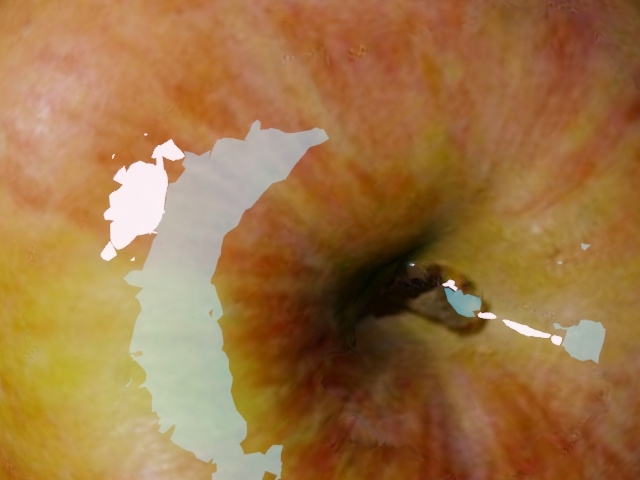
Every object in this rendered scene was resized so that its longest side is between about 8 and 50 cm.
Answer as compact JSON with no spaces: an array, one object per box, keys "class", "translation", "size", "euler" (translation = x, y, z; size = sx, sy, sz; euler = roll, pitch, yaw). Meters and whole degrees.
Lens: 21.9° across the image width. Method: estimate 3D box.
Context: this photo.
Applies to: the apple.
[{"class":"apple","translation":[0.000,0.000,0.802],"size":[0.400,0.333,0.400],"euler":[-4,102,-18]}]
